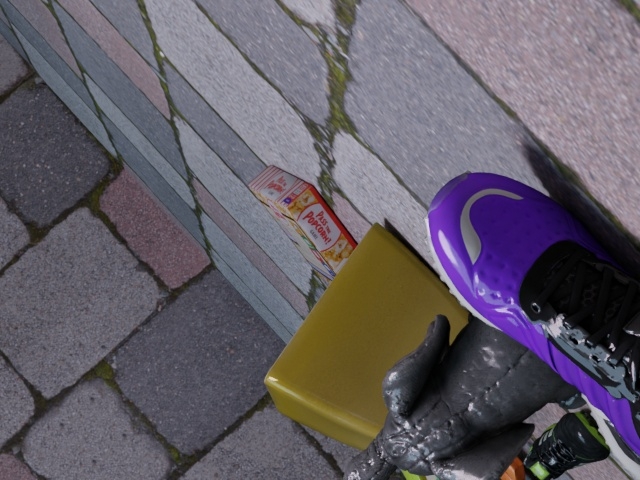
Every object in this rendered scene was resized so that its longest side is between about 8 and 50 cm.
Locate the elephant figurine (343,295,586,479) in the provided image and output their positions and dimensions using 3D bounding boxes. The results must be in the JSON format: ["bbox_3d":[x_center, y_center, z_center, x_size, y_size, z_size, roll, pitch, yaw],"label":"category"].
[{"bbox_3d":[0.122,0.143,1.251,0.169,0.239,0.186,40,168,42],"label":"elephant figurine"}]

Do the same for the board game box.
[{"bbox_3d":[0.000,0.000,1.867,0.193,0.045,0.147,52,171,-25],"label":"board game box"}]

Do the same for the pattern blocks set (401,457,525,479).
[{"bbox_3d":[0.180,0.303,1.937,0.325,0.026,0.285,58,153,6],"label":"pattern blocks set"}]

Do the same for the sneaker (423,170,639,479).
[{"bbox_3d":[0.202,0.057,1.000,0.293,0.102,0.146,44,168,-7],"label":"sneaker"}]

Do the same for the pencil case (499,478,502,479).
[{"bbox_3d":[0.209,0.312,2.038,0.236,0.104,0.104,44,170,27],"label":"pencil case"}]

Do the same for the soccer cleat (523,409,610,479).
[{"bbox_3d":[0.251,0.217,1.498,0.060,0.072,0.179,47,171,7],"label":"soccer cleat"}]

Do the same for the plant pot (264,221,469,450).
[{"bbox_3d":[0.081,0.139,1.626,0.187,0.212,0.212,33,168,12],"label":"plant pot"}]
